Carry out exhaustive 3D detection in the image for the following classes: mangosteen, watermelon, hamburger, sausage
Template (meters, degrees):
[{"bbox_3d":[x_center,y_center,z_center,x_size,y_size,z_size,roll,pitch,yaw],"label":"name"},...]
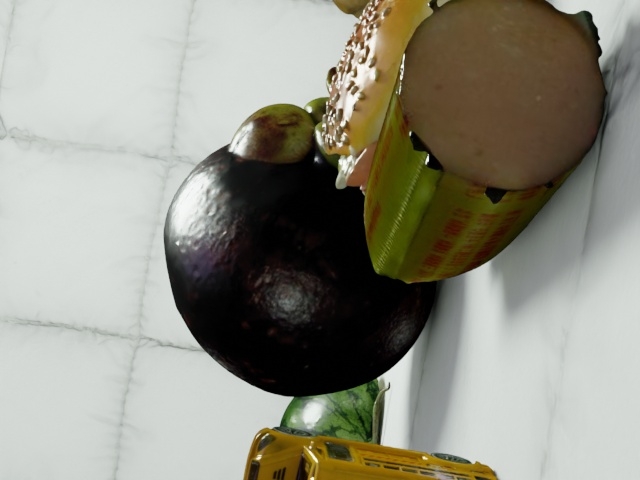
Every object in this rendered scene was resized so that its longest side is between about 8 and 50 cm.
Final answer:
[{"bbox_3d":[0.000,0.008,1.130,0.297,0.313,0.297,58,178,3],"label":"mangosteen"},{"bbox_3d":[0.008,0.262,1.455,0.232,0.127,0.204,-174,97,-83],"label":"watermelon"},{"bbox_3d":[0.084,-0.136,0.927,0.237,0.148,0.236,-168,90,-86],"label":"hamburger"},{"bbox_3d":[0.090,-0.036,0.737,0.317,0.117,0.125,100,-167,-71],"label":"sausage"}]

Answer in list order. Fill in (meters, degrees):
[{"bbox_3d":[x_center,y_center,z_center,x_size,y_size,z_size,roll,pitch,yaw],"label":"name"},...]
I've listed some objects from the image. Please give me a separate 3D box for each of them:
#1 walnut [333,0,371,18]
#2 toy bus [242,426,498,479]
[{"bbox_3d":[0.056,-0.419,1.325,0.296,0.285,0.285,-126,39,-48],"label":"walnut"},{"bbox_3d":[0.031,0.167,0.700,0.074,0.162,0.069,-172,91,-85],"label":"toy bus"}]
